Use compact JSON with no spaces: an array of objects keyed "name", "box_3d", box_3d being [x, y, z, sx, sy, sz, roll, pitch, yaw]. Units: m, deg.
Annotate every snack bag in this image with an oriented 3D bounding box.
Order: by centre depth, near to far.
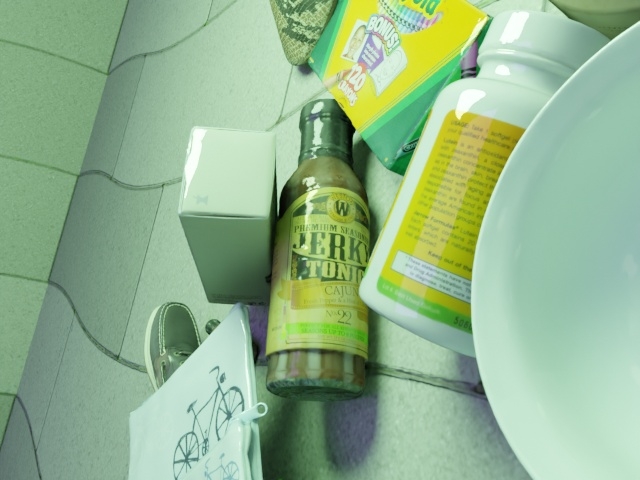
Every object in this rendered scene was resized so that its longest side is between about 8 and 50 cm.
[{"name":"snack bag","box_3d":[-0.156,0.273,0.688,0.323,0.037,0.342,-46,37,34]}]

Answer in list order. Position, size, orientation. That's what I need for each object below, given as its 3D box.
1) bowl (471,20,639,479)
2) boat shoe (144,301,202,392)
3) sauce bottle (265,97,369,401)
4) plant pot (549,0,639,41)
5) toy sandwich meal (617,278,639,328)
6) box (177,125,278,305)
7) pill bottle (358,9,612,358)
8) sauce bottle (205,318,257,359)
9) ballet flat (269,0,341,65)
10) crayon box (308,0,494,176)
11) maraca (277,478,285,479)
[{"name":"bowl","box_3d":[0.233,0.024,0.312,0.298,0.134,0.297,-31,50,46]},{"name":"boat shoe","box_3d":[-0.192,0.210,0.903,0.092,0.103,0.285,-39,49,34]},{"name":"sauce bottle","box_3d":[0.000,0.000,0.697,0.111,0.111,0.344,-27,55,49]},{"name":"plant pot","box_3d":[0.204,-0.331,0.395,0.323,0.280,0.323,-32,50,48]},{"name":"toy sandwich meal","box_3d":[0.196,0.049,0.452,0.086,0.029,0.085,-31,50,46]},{"name":"box","box_3d":[-0.101,-0.014,0.751,0.275,0.094,0.113,98,175,-66]},{"name":"pill bottle","box_3d":[0.136,-0.042,0.487,0.136,0.136,0.245,31,101,57]},{"name":"sauce bottle","box_3d":[-0.133,0.144,0.897,0.128,0.042,0.042,19,91,60]},{"name":"ballet flat","box_3d":[0.001,-0.505,0.878,0.482,0.182,0.164,-64,34,13]},{"name":"crayon box","box_3d":[0.095,-0.201,0.679,0.165,0.081,0.278,-56,35,24]},{"name":"maraca","box_3d":[-0.072,0.345,0.651,0.127,0.099,0.185,32,94,44]}]
